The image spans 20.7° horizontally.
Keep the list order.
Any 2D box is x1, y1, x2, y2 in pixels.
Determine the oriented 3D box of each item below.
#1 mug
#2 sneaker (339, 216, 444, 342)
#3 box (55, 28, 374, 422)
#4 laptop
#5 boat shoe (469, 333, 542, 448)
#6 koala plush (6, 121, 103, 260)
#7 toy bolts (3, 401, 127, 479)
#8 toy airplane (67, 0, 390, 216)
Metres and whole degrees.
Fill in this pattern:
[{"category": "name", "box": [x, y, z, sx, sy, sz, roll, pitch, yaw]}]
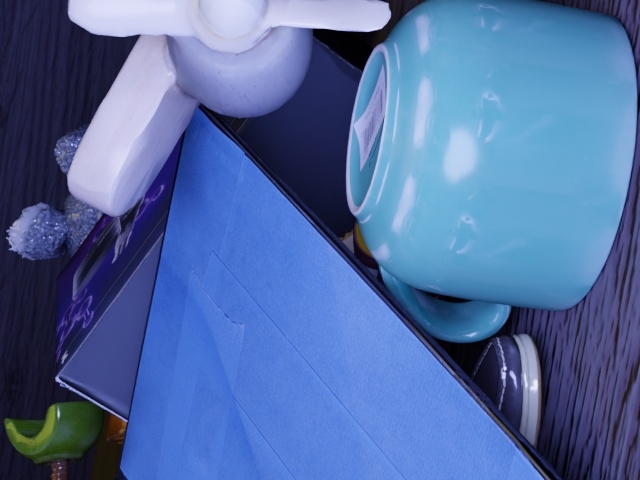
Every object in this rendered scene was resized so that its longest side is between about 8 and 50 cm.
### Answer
[{"category": "mug", "box": [0.064, -0.027, 0.748, 0.129, 0.097, 0.158, -142, 61, -78]}, {"category": "sneaker", "box": [0.045, 0.022, 0.922, 0.185, 0.069, 0.084, 109, 157, -69]}, {"category": "box", "box": [-0.058, -0.021, 1.122, 0.261, 0.103, 0.184, -53, 20, 10]}, {"category": "laptop", "box": [-0.110, 0.202, 0.816, 0.382, 0.408, 0.236, 47, 167, 48]}, {"category": "boat shoe", "box": [0.061, 0.107, 0.790, 0.056, 0.049, 0.152, -100, 21, -60]}, {"category": "koala plush", "box": [-0.167, -0.012, 1.597, 0.221, 0.196, 0.203, -3, -86, -79]}, {"category": "toy bolts", "box": [-0.169, 0.233, 1.709, 0.228, 0.218, 0.159, -20, 72, 41]}, {"category": "toy airplane", "box": [0.022, -0.231, 0.809, 0.384, 0.272, 0.386, -32, -44, -48]}]
